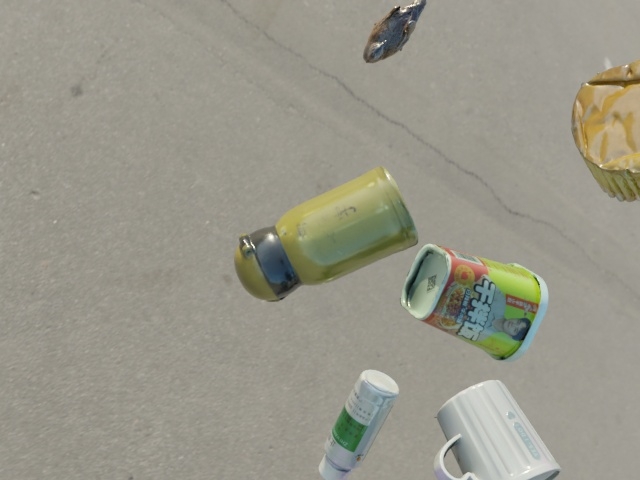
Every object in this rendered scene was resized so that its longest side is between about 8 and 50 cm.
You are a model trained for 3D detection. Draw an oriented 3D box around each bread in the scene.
[{"bbox_3d":[0.523,-0.165,1.079,0.156,0.288,0.204,27,54,-49],"label":"bread"}]

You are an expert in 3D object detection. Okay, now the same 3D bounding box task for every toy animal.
[{"bbox_3d":[0.163,-0.468,1.677,0.089,0.188,0.179,42,24,-7],"label":"toy animal"}]

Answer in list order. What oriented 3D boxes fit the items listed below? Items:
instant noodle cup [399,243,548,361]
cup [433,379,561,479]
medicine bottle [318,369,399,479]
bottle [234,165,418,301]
[{"bbox_3d":[0.407,0.155,2.055,0.307,0.294,0.294,21,53,-19],"label":"instant noodle cup"},{"bbox_3d":[0.313,0.378,1.394,0.221,0.167,0.202,24,32,-52],"label":"cup"},{"bbox_3d":[0.076,0.402,1.600,0.095,0.260,0.095,20,20,-8],"label":"medicine bottle"},{"bbox_3d":[0.000,0.000,1.466,0.171,0.351,0.172,-24,90,-88],"label":"bottle"}]
